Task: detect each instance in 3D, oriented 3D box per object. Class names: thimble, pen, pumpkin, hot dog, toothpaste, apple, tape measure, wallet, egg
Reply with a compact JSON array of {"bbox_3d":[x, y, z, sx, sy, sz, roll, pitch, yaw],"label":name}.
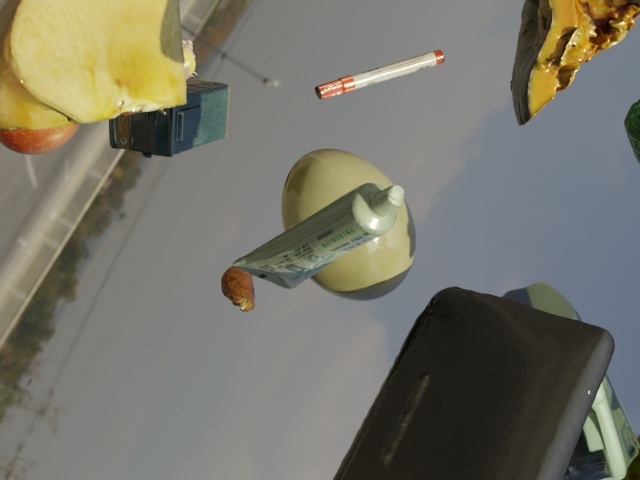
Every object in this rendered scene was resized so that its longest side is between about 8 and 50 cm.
[{"bbox_3d":[0.541,-0.169,1.399,0.118,0.090,0.130,-44,-145,-17],"label":"thimble"},{"bbox_3d":[0.103,-0.283,1.530,0.239,0.028,0.028,-19,-176,-17],"label":"pen"},{"bbox_3d":[0.310,-0.250,0.944,0.139,0.190,0.280,-32,128,-85],"label":"pumpkin"},{"bbox_3d":[-0.123,0.075,1.372,0.035,0.058,0.083,-35,-143,19],"label":"hot dog"},{"bbox_3d":[0.000,0.000,0.737,0.218,0.064,0.041,-31,-138,54],"label":"toothpaste"},{"bbox_3d":[-0.355,-0.265,1.303,0.309,0.252,0.314,-14,152,-46],"label":"apple"},{"bbox_3d":[0.319,0.204,1.203,0.138,0.262,0.259,-25,-160,15],"label":"tape measure"},{"bbox_3d":[-0.504,-0.248,1.553,0.162,0.201,0.201,-24,-171,-11],"label":"apple"},{"bbox_3d":[0.093,0.143,0.617,0.149,0.044,0.250,17,-121,30],"label":"wallet"},{"bbox_3d":[0.039,-0.023,1.326,0.186,0.241,0.186,-29,-161,11],"label":"egg"}]

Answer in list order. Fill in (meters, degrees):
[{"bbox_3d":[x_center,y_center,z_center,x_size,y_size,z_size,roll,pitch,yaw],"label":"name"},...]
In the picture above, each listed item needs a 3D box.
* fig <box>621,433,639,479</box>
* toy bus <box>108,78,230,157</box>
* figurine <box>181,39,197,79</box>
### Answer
[{"bbox_3d":[0.520,0.352,1.292,0.191,0.181,0.181,-27,-152,29],"label":"fig"},{"bbox_3d":[-0.313,-0.265,1.893,0.275,0.167,0.138,-34,133,-64],"label":"toy bus"},{"bbox_3d":[-0.269,-0.340,1.703,0.083,0.083,0.187,-53,-165,20],"label":"figurine"}]
